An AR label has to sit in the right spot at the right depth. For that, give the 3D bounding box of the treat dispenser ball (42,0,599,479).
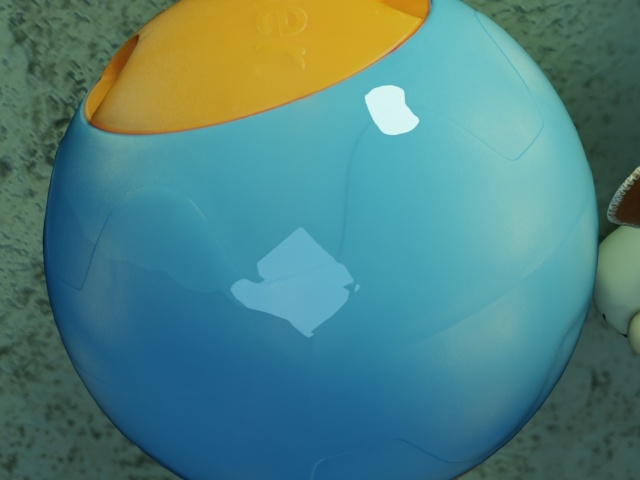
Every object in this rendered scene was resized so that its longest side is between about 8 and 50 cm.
[{"bbox_3d":[0.000,0.000,0.900,0.288,0.288,0.288,3,109,9],"label":"treat dispenser ball"}]

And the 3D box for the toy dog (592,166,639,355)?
[{"bbox_3d":[0.259,-0.019,0.853,0.220,0.161,0.334,17,136,3],"label":"toy dog"}]
